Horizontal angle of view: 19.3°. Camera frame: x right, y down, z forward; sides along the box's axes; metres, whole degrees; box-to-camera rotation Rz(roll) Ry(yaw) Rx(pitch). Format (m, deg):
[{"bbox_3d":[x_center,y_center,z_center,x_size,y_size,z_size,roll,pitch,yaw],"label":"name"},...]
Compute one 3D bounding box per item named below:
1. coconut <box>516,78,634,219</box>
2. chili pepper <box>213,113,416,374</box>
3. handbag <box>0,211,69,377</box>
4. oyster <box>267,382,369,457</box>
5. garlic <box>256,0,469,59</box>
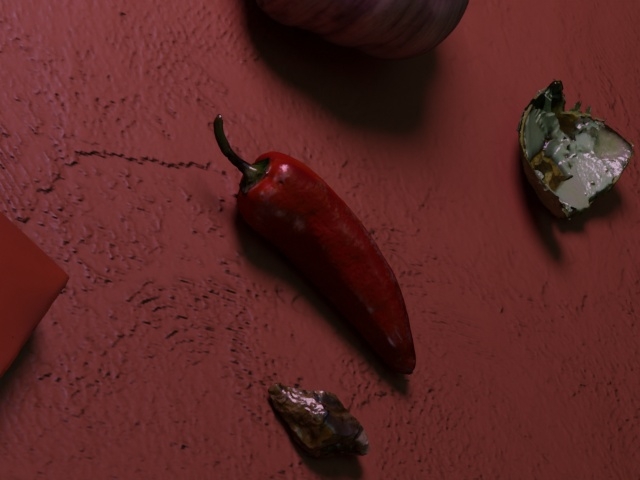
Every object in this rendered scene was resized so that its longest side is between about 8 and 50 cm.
[{"bbox_3d":[0.232,-0.084,1.791,0.158,0.055,0.133,-13,75,-47],"label":"coconut"},{"bbox_3d":[0.000,0.000,1.526,0.272,0.071,0.063,49,4,-18],"label":"chili pepper"},{"bbox_3d":[-0.264,0.049,1.257,0.127,0.063,0.190,45,41,-15],"label":"handbag"},{"bbox_3d":[0.002,0.141,1.469,0.093,0.034,0.051,16,49,-31],"label":"oyster"},{"bbox_3d":[0.067,-0.296,1.624,0.245,0.253,0.245,31,41,-31],"label":"garlic"}]
